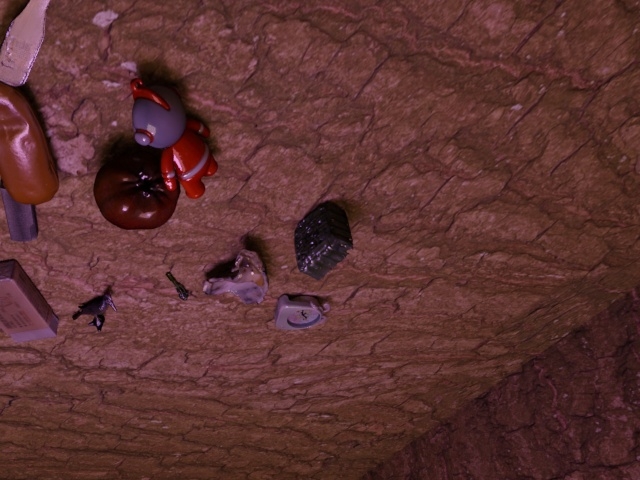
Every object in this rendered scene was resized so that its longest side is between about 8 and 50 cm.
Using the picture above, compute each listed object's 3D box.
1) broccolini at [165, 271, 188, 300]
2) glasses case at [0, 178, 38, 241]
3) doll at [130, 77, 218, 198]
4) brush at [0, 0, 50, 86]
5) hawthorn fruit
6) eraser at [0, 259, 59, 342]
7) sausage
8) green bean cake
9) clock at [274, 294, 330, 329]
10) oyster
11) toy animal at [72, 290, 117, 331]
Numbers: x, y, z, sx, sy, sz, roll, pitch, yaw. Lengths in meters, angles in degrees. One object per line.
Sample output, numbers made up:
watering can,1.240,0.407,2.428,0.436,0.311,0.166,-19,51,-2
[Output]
broccolini,-0.470,0.147,2.060,0.035,0.030,0.140,12,146,31
glasses case,-0.799,-0.079,1.685,0.070,0.047,0.205,1,139,-16
doll,-0.353,-0.246,1.495,0.105,0.200,0.336,9,149,28
brush,-0.576,-0.459,1.279,0.070,0.065,0.327,24,120,-28
hawthorn fruit,-0.474,-0.111,1.619,0.207,0.208,0.248,10,160,-24
eraser,-0.943,0.197,1.961,0.143,0.078,0.343,-8,142,-3
sausage,-0.705,-0.236,1.466,0.134,0.116,0.354,5,137,0
green bean cake,0.000,0.000,1.870,0.094,0.173,0.181,24,130,-33
clock,-0.064,0.255,2.252,0.190,0.062,0.152,2,139,-16
oyster,-0.256,0.120,2.017,0.271,0.101,0.275,-26,151,21
toy animal,-0.721,0.220,2.052,0.105,0.070,0.202,35,129,-19
